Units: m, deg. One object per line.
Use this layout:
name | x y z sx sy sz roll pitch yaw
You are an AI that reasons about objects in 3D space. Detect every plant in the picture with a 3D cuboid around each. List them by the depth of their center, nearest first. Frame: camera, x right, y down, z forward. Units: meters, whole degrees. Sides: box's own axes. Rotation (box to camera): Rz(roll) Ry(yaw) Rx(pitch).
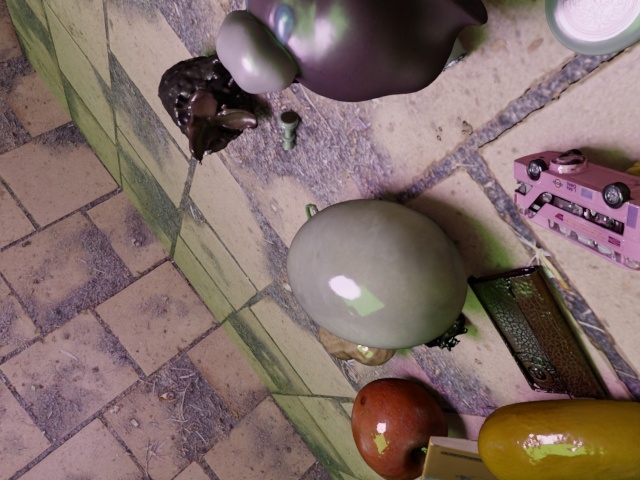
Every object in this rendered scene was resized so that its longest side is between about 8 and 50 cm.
plant | -0.245 -0.301 0.987 0.234 0.204 0.178 40 161 47

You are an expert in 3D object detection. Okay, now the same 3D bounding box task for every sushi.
sushi | 0.236 0.168 0.872 0.084 0.083 0.056 39 149 24

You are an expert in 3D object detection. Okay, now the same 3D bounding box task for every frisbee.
frisbee | 0.270 -0.233 0.431 0.110 0.014 0.110 38 149 29

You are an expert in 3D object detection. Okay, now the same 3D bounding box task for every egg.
egg | 0.087 0.055 0.794 0.352 0.258 0.258 20 138 47

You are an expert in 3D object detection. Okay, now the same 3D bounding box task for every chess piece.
chess piece | -0.069 -0.227 0.955 0.042 0.042 0.093 44 157 19

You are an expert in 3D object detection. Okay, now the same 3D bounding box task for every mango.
mango | 0.385 0.324 0.720 0.195 0.142 0.331 12 148 -12

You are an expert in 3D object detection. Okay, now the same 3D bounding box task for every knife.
knife | -0.001 0.000 1.130 0.054 0.015 0.212 19 137 49

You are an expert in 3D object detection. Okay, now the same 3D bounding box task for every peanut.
peanut | 0.084 0.250 1.174 0.298 0.120 0.136 -16 84 62

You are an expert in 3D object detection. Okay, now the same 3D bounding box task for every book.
book | 0.364 0.545 1.011 0.269 0.032 0.389 4 135 12

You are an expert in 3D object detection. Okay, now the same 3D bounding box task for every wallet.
wallet | 0.345 0.155 0.731 0.243 0.039 0.133 57 149 -11

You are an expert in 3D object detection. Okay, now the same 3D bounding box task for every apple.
apple | 0.186 0.461 1.129 0.253 0.253 0.253 38 149 28

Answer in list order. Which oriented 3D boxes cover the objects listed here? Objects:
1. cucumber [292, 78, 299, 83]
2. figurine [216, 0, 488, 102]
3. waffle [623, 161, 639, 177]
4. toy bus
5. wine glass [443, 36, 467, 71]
cucumber | -0.063 -0.318 0.806 0.241 0.074 0.074 22 139 43
figurine | 0.071 -0.288 0.386 0.218 0.206 0.365 25 132 -7
waffle | 0.412 -0.013 0.414 0.249 0.056 0.253 43 150 25
toy bus | 0.290 -0.041 0.485 0.203 0.063 0.090 -121 17 -63
wine glass | 0.105 -0.294 0.555 0.195 0.079 0.079 59 153 -5
